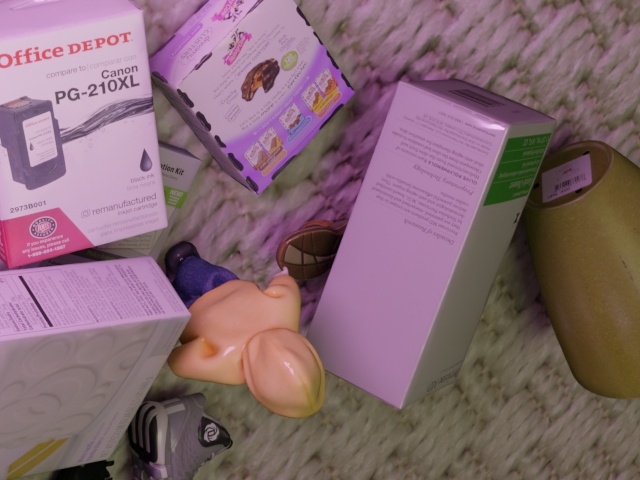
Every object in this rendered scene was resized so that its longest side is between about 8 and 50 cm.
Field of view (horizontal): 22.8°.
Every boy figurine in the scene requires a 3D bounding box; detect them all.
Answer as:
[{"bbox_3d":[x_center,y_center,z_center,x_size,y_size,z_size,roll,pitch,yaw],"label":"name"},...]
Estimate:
[{"bbox_3d":[-0.086,0.095,1.729,0.177,0.285,0.092,-39,134,-21],"label":"boy figurine"}]

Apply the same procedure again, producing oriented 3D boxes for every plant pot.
[{"bbox_3d":[0.399,0.016,2.150,0.275,0.275,0.293,-43,120,-13],"label":"plant pot"}]

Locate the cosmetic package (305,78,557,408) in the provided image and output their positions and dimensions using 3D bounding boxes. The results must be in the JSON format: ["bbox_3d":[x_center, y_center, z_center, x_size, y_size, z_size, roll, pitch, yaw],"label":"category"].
[{"bbox_3d":[0.130,-0.002,1.922,0.197,0.155,0.366,-16,127,-63],"label":"cosmetic package"}]

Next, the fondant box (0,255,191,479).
[{"bbox_3d":[-0.322,0.141,1.587,0.330,0.096,0.238,-5,138,-42],"label":"fondant box"}]

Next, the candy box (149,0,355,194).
[{"bbox_3d":[-0.075,-0.175,1.731,0.165,0.070,0.196,-46,137,-9],"label":"candy box"}]

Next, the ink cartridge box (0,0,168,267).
[{"bbox_3d":[-0.256,-0.115,1.555,0.172,0.100,0.237,-16,119,-22],"label":"ink cartridge box"}]

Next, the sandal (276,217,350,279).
[{"bbox_3d":[0.000,0.000,1.924,0.180,0.049,0.072,-20,133,-50],"label":"sandal"}]

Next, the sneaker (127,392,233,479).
[{"bbox_3d":[-0.162,0.286,1.924,0.132,0.086,0.229,-17,124,-36],"label":"sneaker"}]

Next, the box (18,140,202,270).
[{"bbox_3d":[-0.226,-0.027,1.712,0.145,0.038,0.186,18,101,-45],"label":"box"}]

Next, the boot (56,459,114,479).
[{"bbox_3d":[-0.288,0.257,1.826,0.121,0.045,0.099,8,112,-44],"label":"boot"}]
